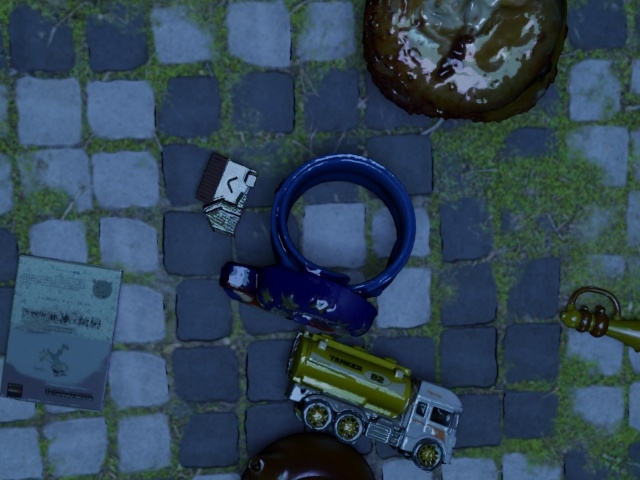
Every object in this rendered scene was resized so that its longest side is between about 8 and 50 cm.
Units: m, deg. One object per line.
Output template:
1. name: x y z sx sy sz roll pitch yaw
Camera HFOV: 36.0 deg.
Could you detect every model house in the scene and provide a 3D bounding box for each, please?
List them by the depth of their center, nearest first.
1. model house: -0.116 -0.055 1.169 0.058 0.057 0.083 22 98 -13

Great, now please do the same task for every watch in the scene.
1. watch: 0.008 0.002 1.149 0.196 0.171 0.200 23 81 -8

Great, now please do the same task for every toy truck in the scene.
1. toy truck: 0.062 0.195 1.203 0.226 0.098 0.114 21 84 -7

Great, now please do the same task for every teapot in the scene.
1. teapot: -0.001 0.345 1.204 0.178 0.135 0.252 -42 100 5

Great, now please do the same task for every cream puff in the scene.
1. cream puff: 0.163 -0.244 1.117 0.240 0.164 0.240 0 88 2

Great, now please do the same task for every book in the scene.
1. book: -0.314 0.113 1.194 0.127 0.014 0.182 10 97 -8

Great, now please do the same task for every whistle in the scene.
1. whistle: 0.362 0.098 1.250 0.109 0.046 0.057 19 111 -3
